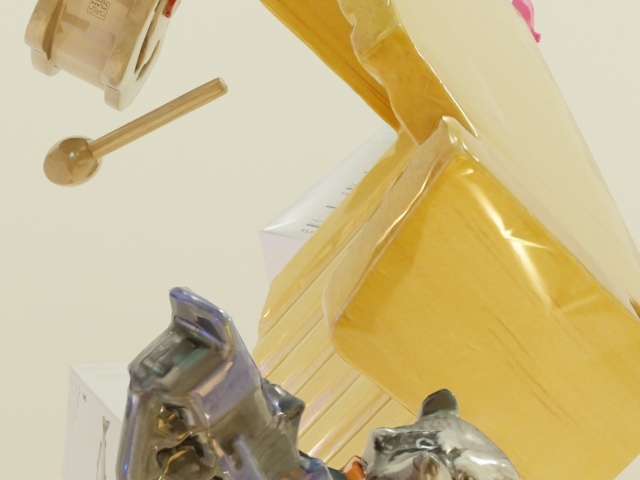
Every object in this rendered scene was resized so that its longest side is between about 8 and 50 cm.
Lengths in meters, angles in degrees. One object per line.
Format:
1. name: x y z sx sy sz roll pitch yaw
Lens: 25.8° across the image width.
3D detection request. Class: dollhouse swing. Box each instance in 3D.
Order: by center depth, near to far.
1. dollhouse swing: 0.000 0.000 0.823 0.305 0.315 0.347 -35 -140 20

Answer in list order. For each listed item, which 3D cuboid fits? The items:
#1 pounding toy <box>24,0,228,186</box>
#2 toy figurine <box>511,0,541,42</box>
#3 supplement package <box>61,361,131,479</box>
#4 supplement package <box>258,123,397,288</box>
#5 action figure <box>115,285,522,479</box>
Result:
1. pounding toy: -0.125 -0.166 1.066 0.155 0.154 0.269 26 -80 -1
2. toy figurine: 0.128 -0.200 1.353 0.173 0.159 0.130 52 -150 -18
3. supplement package: -0.133 0.175 1.135 0.105 0.105 0.179 0 -166 -28
4. supplement package: 0.068 0.000 1.396 0.134 0.139 0.244 12 -145 32
5. action figure: -0.064 0.146 0.514 0.330 0.341 0.178 -27 -144 -18
